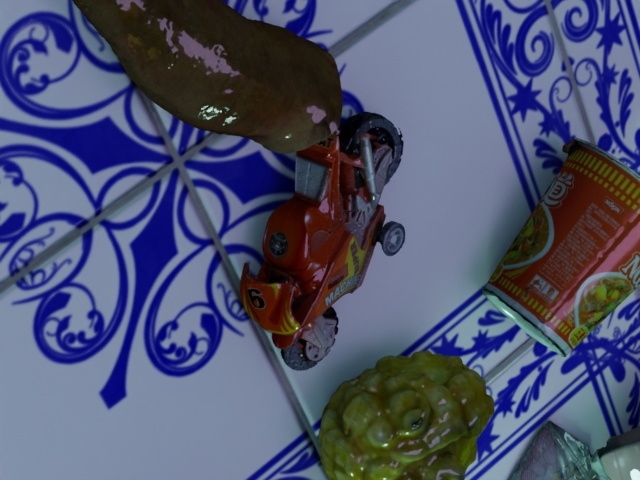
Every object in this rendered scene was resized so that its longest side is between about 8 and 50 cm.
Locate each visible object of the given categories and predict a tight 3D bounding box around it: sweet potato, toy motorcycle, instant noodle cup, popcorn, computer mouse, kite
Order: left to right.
[{"bbox_3d":[-0.127,-0.181,1.572,0.337,0.131,0.131,21,93,-38],"label":"sweet potato"},{"bbox_3d":[0.000,0.000,1.746,0.171,0.089,0.298,11,100,-45],"label":"toy motorcycle"},{"bbox_3d":[0.102,0.228,1.852,0.218,0.169,0.189,-10,112,-29],"label":"popcorn"},{"bbox_3d":[0.243,0.406,2.114,0.360,0.022,0.204,-49,128,-17],"label":"kite"},{"bbox_3d":[0.304,0.017,1.936,0.212,0.193,0.193,-50,128,-2],"label":"instant noodle cup"},{"bbox_3d":[0.490,0.333,2.159,0.389,0.199,0.115,34,42,-51],"label":"computer mouse"}]
